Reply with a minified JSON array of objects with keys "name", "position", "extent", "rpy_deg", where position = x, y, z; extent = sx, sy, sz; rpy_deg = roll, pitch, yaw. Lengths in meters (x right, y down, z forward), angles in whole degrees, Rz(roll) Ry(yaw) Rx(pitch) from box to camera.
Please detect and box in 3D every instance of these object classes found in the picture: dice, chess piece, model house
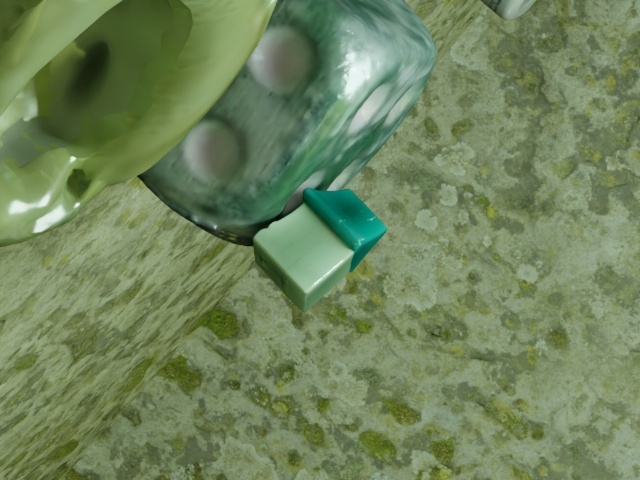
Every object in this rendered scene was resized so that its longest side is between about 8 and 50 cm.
[{"name":"dice","position":[-0.078,-0.219,1.329],"extent":[0.348,0.330,0.328],"rpy_deg":[-52,169,22]},{"name":"chess piece","position":[-0.217,-0.208,0.393],"extent":[0.234,0.442,0.234],"rpy_deg":[-44,170,-10]},{"name":"model house","position":[0.000,0.000,1.279],"extent":[0.149,0.100,0.127],"rpy_deg":[-40,169,-12]}]

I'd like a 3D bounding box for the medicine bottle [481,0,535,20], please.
[{"name":"medicine bottle","position":[0.261,-0.516,1.717],"extent":[0.157,0.289,0.157],"rpy_deg":[-46,171,-10]}]
